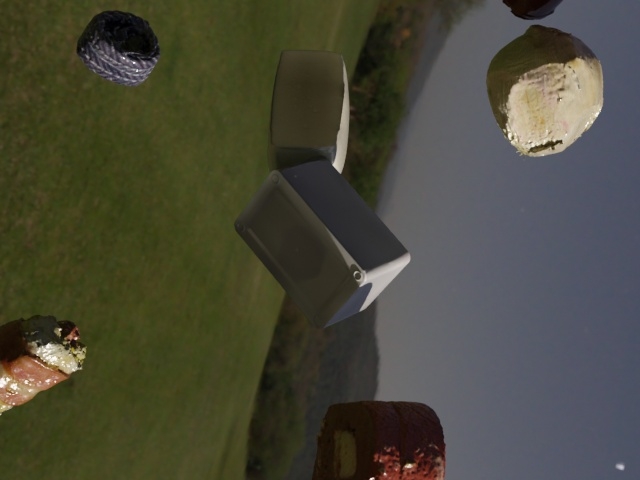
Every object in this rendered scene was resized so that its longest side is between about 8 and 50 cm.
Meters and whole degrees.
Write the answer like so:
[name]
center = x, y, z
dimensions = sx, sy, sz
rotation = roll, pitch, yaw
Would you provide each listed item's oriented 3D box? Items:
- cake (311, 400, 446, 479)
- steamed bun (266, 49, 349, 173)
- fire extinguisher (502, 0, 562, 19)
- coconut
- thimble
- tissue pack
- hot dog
[cake]
center = 0.086, 0.346, 1.468
dimensions = 0.283, 0.151, 0.177
rotation = 137, -45, -65
[steamed bun]
center = -0.021, -0.220, 1.681
dimensions = 0.164, 0.146, 0.242
rotation = 86, 7, -63
[fire extinguisher]
center = 0.365, -0.459, 1.308
dimensions = 0.337, 0.106, 0.147
rotation = 134, -63, -70
[coconut]
center = 0.346, -0.239, 1.409
dimensions = 0.194, 0.194, 0.194
rotation = 16, 90, -89
[thimble]
center = -0.276, -0.263, 1.251
dimensions = 0.104, 0.095, 0.066
rotation = -19, 162, -51
[tissue pack]
center = -0.001, 0.001, 1.531
dimensions = 0.136, 0.246, 0.159
rotation = -20, 156, -52
[hot dog]
center = -0.463, 0.185, 1.380
dimensions = 0.146, 0.213, 0.103
rotation = 68, -4, -54
